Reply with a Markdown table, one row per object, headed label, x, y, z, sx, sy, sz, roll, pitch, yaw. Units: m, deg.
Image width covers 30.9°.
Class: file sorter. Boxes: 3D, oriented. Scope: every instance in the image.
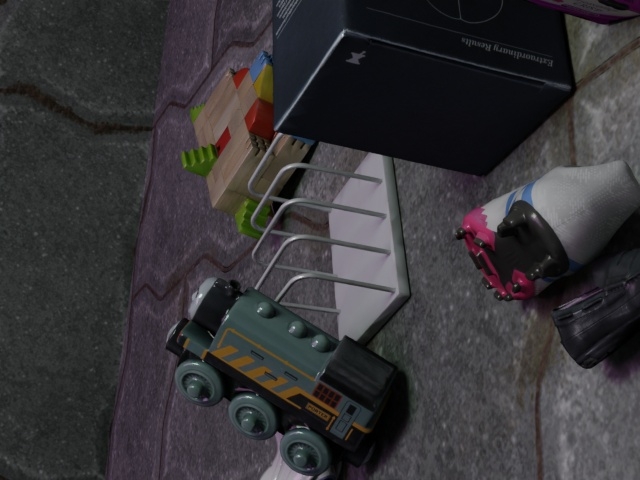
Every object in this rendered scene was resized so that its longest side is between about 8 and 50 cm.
| label | x | y | z | sx | sy | sz | roll | pitch | yaw |
| --- | --- | --- | --- | --- | --- | --- | --- | --- | --- |
| file sorter | 0.000 | 0.000 | 1.718 | 0.193 | 0.173 | 0.278 | 126 | 147 | -48 |

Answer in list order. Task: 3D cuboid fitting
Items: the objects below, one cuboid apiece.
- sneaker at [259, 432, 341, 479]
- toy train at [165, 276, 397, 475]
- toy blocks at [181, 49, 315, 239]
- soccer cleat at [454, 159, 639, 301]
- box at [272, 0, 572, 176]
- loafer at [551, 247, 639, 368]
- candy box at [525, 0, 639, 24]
| label | x | y | z | sx | sy | sz | roll | pitch | yaw |
| --- | --- | --- | --- | --- | --- | --- | --- | --- | --- |
| sneaker | -0.014 | 0.303 | 1.738 | 0.129 | 0.111 | 0.297 | -4 | 79 | 51 |
| toy train | -0.053 | 0.181 | 1.600 | 0.190 | 0.334 | 0.142 | -62 | -7 | 35 |
| toy blocks | -0.114 | -0.223 | 2.147 | 0.261 | 0.190 | 0.381 | -54 | 32 | 25 |
| soccer cleat | 0.245 | -0.012 | 1.234 | 0.116 | 0.143 | 0.331 | 59 | 173 | 0 |
| box | 0.111 | -0.318 | 1.432 | 0.212 | 0.293 | 0.396 | 132 | 144 | -53 |
| loafer | 0.290 | 0.042 | 1.090 | 0.078 | 0.076 | 0.223 | 52 | 142 | 14 |
| candy box | 0.276 | -0.364 | 1.227 | 0.071 | 0.159 | 0.234 | 178 | 102 | -66 |
